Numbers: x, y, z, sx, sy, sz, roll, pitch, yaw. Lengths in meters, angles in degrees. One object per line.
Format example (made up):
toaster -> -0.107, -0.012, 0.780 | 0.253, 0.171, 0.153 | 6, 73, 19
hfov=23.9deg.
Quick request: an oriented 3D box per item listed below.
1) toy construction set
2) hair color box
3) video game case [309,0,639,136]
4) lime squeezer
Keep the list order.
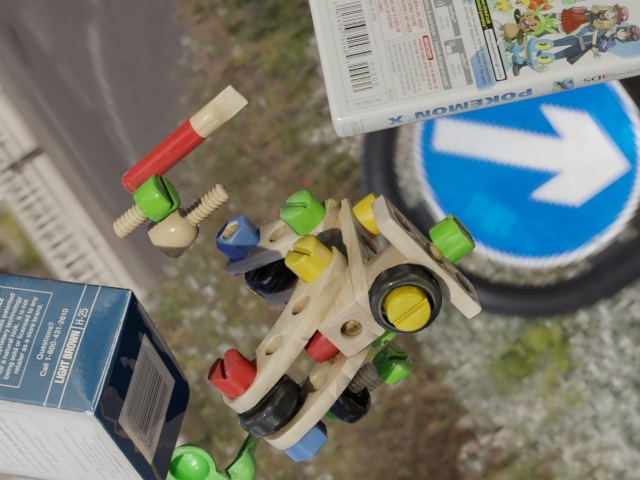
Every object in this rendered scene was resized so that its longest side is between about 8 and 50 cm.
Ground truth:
toy construction set -> 0.000, 0.000, 1.288 | 0.309, 0.237, 0.257 | 50, -157, -2
hair color box -> -0.292, 0.098, 1.162 | 0.347, 0.105, 0.174 | 6, 151, 15
video game case -> 0.132, -0.269, 1.422 | 0.036, 0.300, 0.329 | 73, -174, -62
lime squeezer -> -0.129, 0.226, 1.665 | 0.310, 0.059, 0.110 | 9, -120, -50
